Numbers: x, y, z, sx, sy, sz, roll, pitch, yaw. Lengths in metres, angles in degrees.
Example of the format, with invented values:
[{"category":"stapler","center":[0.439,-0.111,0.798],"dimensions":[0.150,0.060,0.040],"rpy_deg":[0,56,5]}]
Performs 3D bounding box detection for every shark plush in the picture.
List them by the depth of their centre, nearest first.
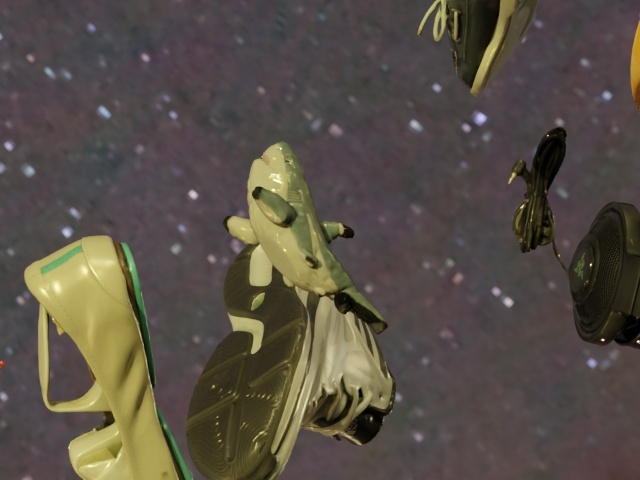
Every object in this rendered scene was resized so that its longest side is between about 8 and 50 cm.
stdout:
[{"category":"shark plush","center":[0.000,0.000,1.313],"dimensions":[0.067,0.161,0.073],"rpy_deg":[-38,-14,-32]}]

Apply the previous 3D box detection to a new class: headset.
[{"category":"headset","center":[0.325,0.012,1.592],"dimensions":[0.243,0.394,0.185],"rpy_deg":[8,-84,-40]}]

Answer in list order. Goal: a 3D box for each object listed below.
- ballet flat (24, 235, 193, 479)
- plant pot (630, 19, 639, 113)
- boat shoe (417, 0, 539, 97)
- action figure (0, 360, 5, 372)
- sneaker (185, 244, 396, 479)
[{"category":"ballet flat","center":[-0.140,0.112,1.153],"dimensions":[0.086,0.086,0.248],"rpy_deg":[-26,-62,-25]},{"category":"plant pot","center":[0.529,-0.232,2.215],"dimensions":[0.205,0.188,0.205],"rpy_deg":[-24,-59,-46]},{"category":"boat shoe","center":[0.137,-0.205,1.474],"dimensions":[0.095,0.079,0.254],"rpy_deg":[-58,-10,-15]},{"category":"action figure","center":[-0.376,0.105,1.756],"dimensions":[0.115,0.038,0.030],"rpy_deg":[38,-65,-13]},{"category":"sneaker","center":[-0.003,0.184,2.067],"dimensions":[0.169,0.447,0.257],"rpy_deg":[-31,-65,25]}]
